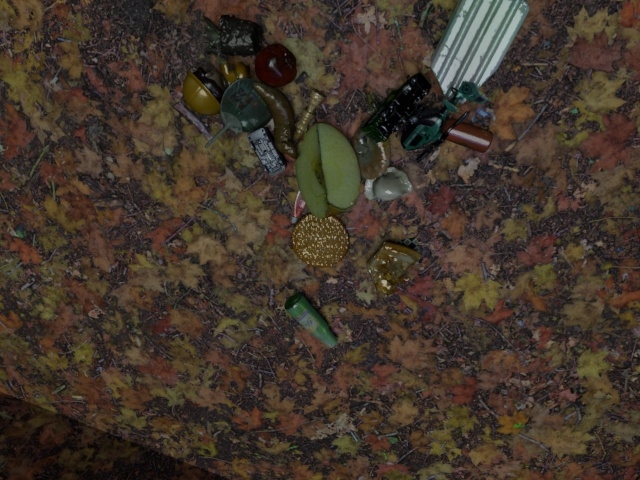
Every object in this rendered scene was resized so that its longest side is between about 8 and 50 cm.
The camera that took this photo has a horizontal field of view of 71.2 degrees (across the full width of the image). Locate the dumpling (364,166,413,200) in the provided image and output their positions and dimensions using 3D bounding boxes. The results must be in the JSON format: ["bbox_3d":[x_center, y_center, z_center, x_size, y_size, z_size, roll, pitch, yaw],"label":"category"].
[{"bbox_3d":[0.258,-0.215,1.711,0.188,0.108,0.127,-3,88,24],"label":"dumpling"}]

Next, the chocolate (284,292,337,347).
[{"bbox_3d":[-0.033,0.367,2.004,0.110,0.110,0.291,-36,107,20],"label":"chocolate"}]

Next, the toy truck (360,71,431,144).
[{"bbox_3d":[0.266,-0.458,1.546,0.088,0.121,0.259,43,78,-18],"label":"toy truck"}]

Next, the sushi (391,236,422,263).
[{"bbox_3d":[0.351,0.056,1.852,0.120,0.026,0.126,-13,111,14],"label":"sushi"}]

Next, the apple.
[{"bbox_3d":[0.019,-0.260,1.676,0.254,0.179,0.346,-10,98,10],"label":"apple"}]

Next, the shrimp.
[{"bbox_3d":[0.177,-0.384,1.657,0.168,0.077,0.317,1,103,29],"label":"shrimp"}]

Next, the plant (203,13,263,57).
[{"bbox_3d":[-0.310,-0.705,1.552,0.203,0.131,0.142,12,113,1],"label":"plant"}]

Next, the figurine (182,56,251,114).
[{"bbox_3d":[-0.370,-0.550,1.606,0.257,0.167,0.192,-19,135,13],"label":"figurine"}]

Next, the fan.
[{"bbox_3d":[-0.302,-0.469,1.612,0.294,0.012,0.223,-24,144,-16],"label":"fan"}]

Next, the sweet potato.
[{"bbox_3d":[-0.145,-0.448,1.648,0.098,0.124,0.310,-4,119,31],"label":"sweet potato"}]

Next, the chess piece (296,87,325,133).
[{"bbox_3d":[-0.044,-0.474,1.661,0.060,0.060,0.172,29,116,-5],"label":"chess piece"}]

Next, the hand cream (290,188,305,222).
[{"bbox_3d":[-0.075,-0.167,1.813,0.052,0.038,0.216,10,114,-27],"label":"hand cream"}]

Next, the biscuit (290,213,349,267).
[{"bbox_3d":[0.000,0.000,1.871,0.254,0.035,0.254,3,112,7],"label":"biscuit"}]

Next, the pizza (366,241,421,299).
[{"bbox_3d":[0.281,0.132,1.858,0.189,0.071,0.297,26,128,-2],"label":"pizza"}]

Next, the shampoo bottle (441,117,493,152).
[{"bbox_3d":[0.491,-0.390,1.611,0.244,0.085,0.085,19,115,3],"label":"shampoo bottle"}]

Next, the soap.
[{"bbox_3d":[0.503,-0.642,1.478,0.208,0.115,0.347,23,115,-2],"label":"soap"}]

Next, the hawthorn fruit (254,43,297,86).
[{"bbox_3d":[-0.168,-0.613,1.582,0.172,0.148,0.148,-2,117,41],"label":"hawthorn fruit"}]

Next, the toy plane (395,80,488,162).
[{"bbox_3d":[0.388,-0.405,1.528,0.155,0.106,0.381,37,141,-5],"label":"toy plane"}]

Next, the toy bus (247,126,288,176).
[{"bbox_3d":[-0.197,-0.342,1.718,0.087,0.098,0.178,-25,105,16],"label":"toy bus"}]
